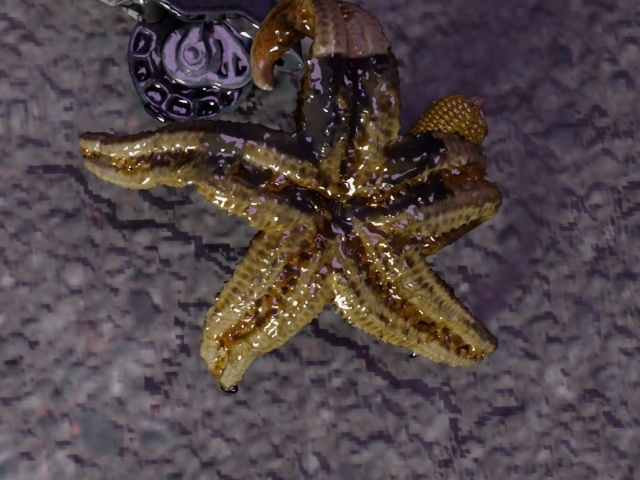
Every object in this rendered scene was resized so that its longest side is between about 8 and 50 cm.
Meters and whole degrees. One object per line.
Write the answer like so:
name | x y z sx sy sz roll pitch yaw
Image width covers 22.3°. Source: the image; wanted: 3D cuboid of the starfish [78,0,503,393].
starfish | 0.001 0.001 0.654 0.146 0.074 0.190 -41 112 2

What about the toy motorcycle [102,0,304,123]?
toy motorcycle | -0.105 -0.164 0.677 0.263 0.091 0.157 32 83 -5

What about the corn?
corn | 0.043 -0.033 0.706 0.083 0.027 0.028 -46 121 -8
